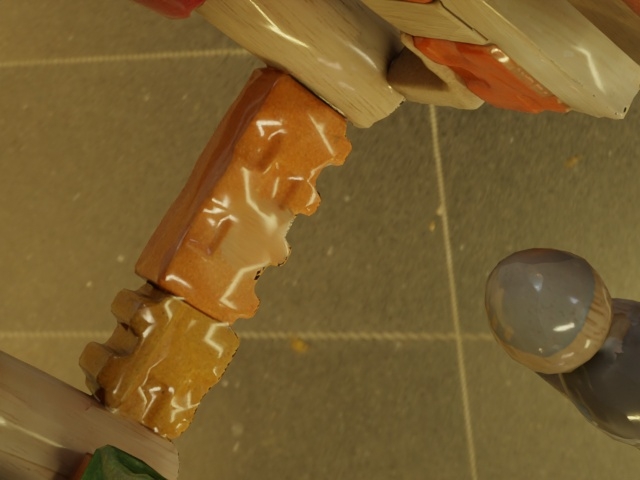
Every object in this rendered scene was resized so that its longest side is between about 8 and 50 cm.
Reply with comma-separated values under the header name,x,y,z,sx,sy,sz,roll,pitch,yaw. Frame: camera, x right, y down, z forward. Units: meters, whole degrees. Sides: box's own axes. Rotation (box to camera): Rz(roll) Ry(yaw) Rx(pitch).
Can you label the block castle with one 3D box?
name,x,y,z,sx,sy,sz,roll,pitch,yaw
block castle,0.000,0.000,0.407,0.213,0.453,0.303,34,83,-32
